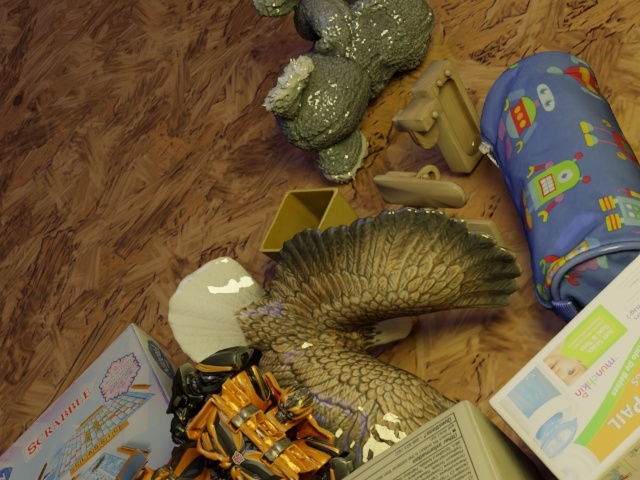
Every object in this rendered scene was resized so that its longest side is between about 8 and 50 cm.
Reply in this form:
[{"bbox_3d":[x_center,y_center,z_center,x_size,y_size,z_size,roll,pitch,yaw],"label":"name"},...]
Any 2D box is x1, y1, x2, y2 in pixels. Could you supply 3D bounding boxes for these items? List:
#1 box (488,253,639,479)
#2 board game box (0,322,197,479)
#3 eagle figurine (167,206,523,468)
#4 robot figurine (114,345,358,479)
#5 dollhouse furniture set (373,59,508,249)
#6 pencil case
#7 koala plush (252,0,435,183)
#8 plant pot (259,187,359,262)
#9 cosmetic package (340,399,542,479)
[{"bbox_3d":[0.254,0.108,1.022,0.203,0.103,0.114,-46,51,3],"label":"box"},{"bbox_3d":[-0.254,0.294,1.424,0.319,0.066,0.318,-44,36,5],"label":"board game box"},{"bbox_3d":[0.029,0.090,1.226,0.225,0.226,0.298,-41,26,-26],"label":"eagle figurine"},{"bbox_3d":[-0.092,0.237,1.173,0.211,0.085,0.291,42,121,14],"label":"robot figurine"},{"bbox_3d":[0.151,-0.081,1.313,0.123,0.144,0.151,6,48,44],"label":"dollhouse furniture set"},{"bbox_3d":[0.230,-0.048,1.197,0.133,0.119,0.306,-30,39,16],"label":"pencil case"},{"bbox_3d":[0.013,-0.196,1.508,0.203,0.196,0.221,0,53,34],"label":"koala plush"},{"bbox_3d":[0.000,0.000,1.420,0.081,0.083,0.081,-1,56,46],"label":"plant pot"},{"bbox_3d":[0.124,0.290,0.987,0.153,0.129,0.296,-34,37,16],"label":"cosmetic package"}]
